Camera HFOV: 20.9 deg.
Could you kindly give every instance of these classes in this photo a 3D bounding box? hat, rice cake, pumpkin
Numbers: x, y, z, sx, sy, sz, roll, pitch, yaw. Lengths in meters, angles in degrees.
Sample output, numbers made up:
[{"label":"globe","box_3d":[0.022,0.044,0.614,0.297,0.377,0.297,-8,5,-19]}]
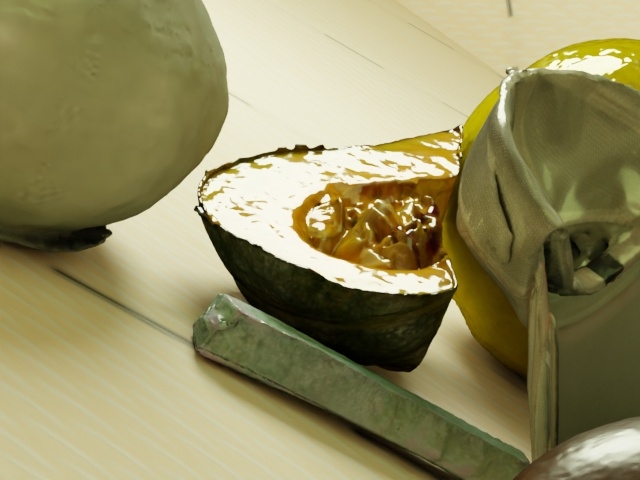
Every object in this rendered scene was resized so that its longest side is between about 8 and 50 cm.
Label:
[{"label":"hat","box_3d":[0.150,0.026,1.070,0.164,0.226,0.219,33,29,32]},{"label":"rice cake","box_3d":[0.026,0.091,0.966,0.210,0.034,0.043,28,5,-9]},{"label":"pumpkin","box_3d":[-0.001,0.002,1.111,0.163,0.111,0.278,16,26,-1]}]

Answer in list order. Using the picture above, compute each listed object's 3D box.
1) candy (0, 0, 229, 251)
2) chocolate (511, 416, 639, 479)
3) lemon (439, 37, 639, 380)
[{"label":"candy","box_3d":[-0.183,-0.125,0.975,0.295,0.185,0.295,30,19,-11]},{"label":"chocolate","box_3d":[0.144,0.159,0.761,0.176,0.177,0.177,29,13,-8]},{"label":"lemon","box_3d":[0.217,-0.016,1.262,0.293,0.293,0.293,29,13,-8]}]
